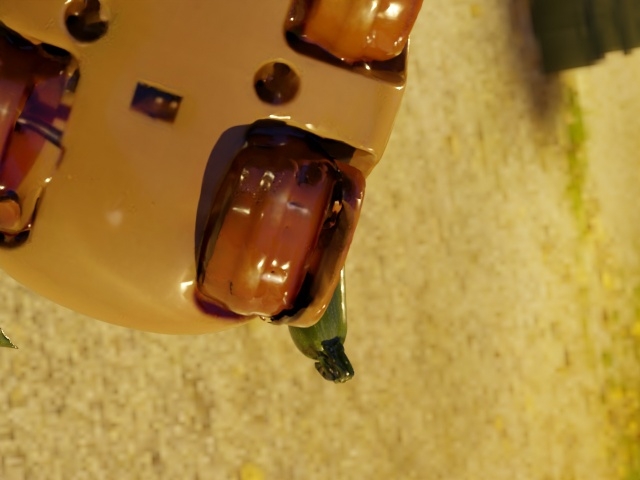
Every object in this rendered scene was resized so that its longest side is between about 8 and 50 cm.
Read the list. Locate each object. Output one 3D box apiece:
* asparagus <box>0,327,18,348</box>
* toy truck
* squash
[{"bbox_3d":[-0.388,0.092,1.651,0.236,0.034,0.027,4,111,-49],"label":"asparagus"},{"bbox_3d":[-0.059,-0.104,0.807,0.211,0.204,0.288,-96,-156,-80],"label":"toy truck"},{"bbox_3d":[-0.003,0.001,1.756,0.071,0.080,0.318,55,32,-56],"label":"squash"}]
